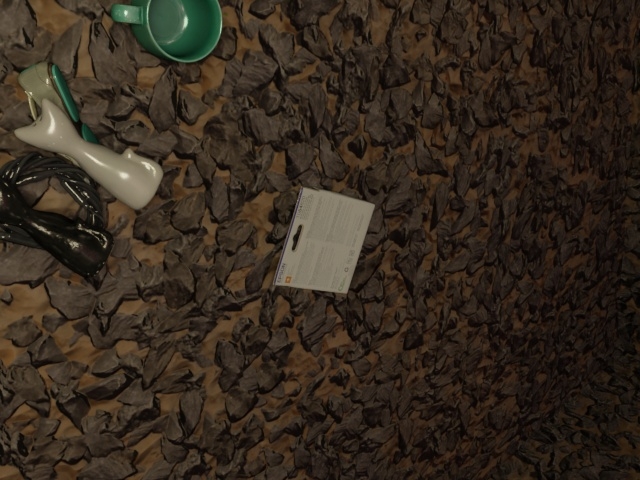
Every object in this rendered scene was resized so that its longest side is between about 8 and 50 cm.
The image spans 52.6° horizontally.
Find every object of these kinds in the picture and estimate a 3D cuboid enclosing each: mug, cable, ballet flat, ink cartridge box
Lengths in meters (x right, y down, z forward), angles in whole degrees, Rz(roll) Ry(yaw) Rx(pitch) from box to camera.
[{"bbox_3d":[-0.245,-0.360,1.024,0.158,0.097,0.129,34,85,-43],"label":"mug"},{"bbox_3d":[-0.431,-0.057,1.033,0.184,0.047,0.150,19,89,-41],"label":"cable"},{"bbox_3d":[-0.395,-0.173,1.006,0.068,0.072,0.213,-21,124,-1],"label":"ballet flat"},{"bbox_3d":[0.000,0.000,1.419,0.224,0.045,0.223,11,100,-42],"label":"ink cartridge box"}]

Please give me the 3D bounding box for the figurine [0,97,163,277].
[{"bbox_3d":[-0.378,-0.078,0.962,0.209,0.092,0.215,34,95,-35],"label":"figurine"}]
